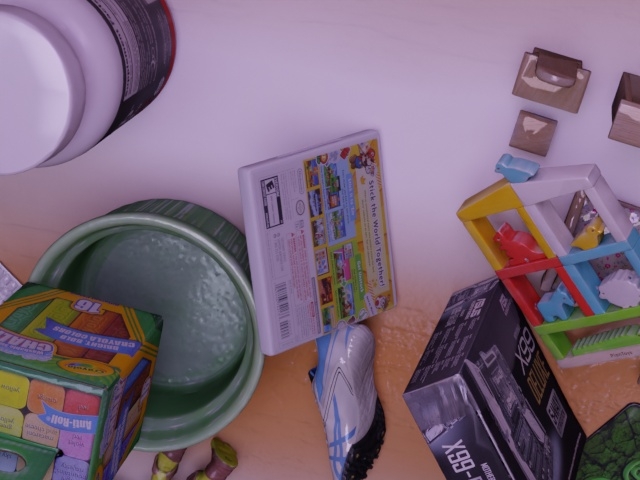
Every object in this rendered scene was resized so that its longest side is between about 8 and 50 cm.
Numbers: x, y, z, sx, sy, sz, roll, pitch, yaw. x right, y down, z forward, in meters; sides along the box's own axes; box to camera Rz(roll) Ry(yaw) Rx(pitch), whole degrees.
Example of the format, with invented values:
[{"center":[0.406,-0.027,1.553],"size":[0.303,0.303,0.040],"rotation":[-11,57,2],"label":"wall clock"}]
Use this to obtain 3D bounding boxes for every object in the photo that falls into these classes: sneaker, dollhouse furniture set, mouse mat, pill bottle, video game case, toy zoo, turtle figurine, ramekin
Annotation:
[{"center":[0.028,0.205,1.936],"size":[0.086,0.085,0.237],"rotation":[14,117,36],"label":"sneaker"},{"center":[0.324,-0.003,1.764],"size":[0.303,0.174,0.355],"rotation":[18,109,4],"label":"dollhouse furniture set"},{"center":[0.378,0.310,1.939],"size":[0.152,0.007,0.189],"rotation":[45,110,-5],"label":"mouse mat"},{"center":[-0.302,-0.198,1.712],"size":[0.210,0.363,0.210],"rotation":[3,107,10],"label":"pill bottle"},{"center":[0.000,0.000,1.822],"size":[0.026,0.206,0.227],"rotation":[11,114,48],"label":"video game case"},{"center":[0.283,0.019,1.763],"size":[0.192,0.030,0.293],"rotation":[-16,117,45],"label":"toy zoo"},{"center":[-0.218,0.339,2.008],"size":[0.269,0.087,0.217],"rotation":[32,109,-1],"label":"turtle figurine"},{"center":[-0.202,0.093,1.898],"size":[0.303,0.148,0.303],"rotation":[3,107,9],"label":"ramekin"}]

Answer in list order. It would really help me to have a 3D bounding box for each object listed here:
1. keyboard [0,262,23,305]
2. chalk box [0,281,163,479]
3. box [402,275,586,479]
[{"center":[-0.376,0.119,2.007],"size":[0.072,0.014,0.256],"rotation":[-42,96,18],"label":"keyboard"},{"center":[-0.310,0.189,1.712],"size":[0.180,0.289,0.179],"rotation":[15,109,5],"label":"chalk box"},{"center":[0.208,0.205,1.778],"size":[0.076,0.307,0.242],"rotation":[-23,101,22],"label":"box"}]
